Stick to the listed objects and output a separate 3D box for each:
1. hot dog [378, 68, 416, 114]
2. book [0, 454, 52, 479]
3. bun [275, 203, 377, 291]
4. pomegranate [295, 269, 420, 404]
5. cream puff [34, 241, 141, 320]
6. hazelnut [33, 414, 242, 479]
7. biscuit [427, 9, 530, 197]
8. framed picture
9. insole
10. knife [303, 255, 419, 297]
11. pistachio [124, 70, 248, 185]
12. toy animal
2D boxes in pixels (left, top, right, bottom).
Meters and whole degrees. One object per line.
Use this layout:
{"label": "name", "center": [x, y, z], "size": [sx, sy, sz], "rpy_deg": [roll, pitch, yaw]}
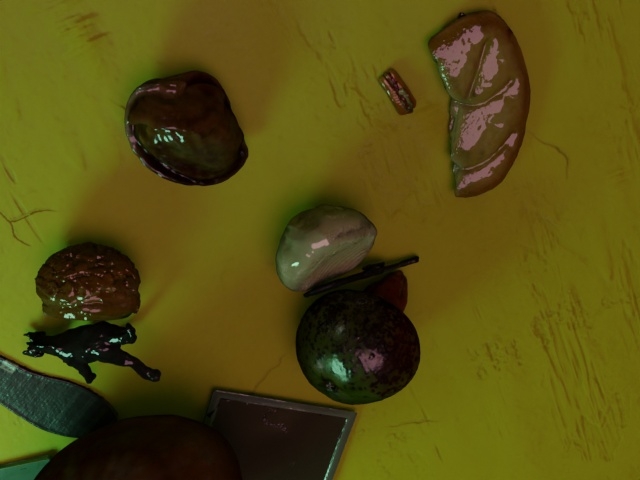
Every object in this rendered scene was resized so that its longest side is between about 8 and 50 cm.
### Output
{"label": "hot dog", "center": [0.122, -0.230, 1.470], "size": [0.037, 0.021, 0.083], "rpy_deg": [-37, 115, 6]}
{"label": "book", "center": [-0.498, 0.437, 1.628], "size": [0.103, 0.017, 0.135], "rpy_deg": [-11, 115, -5]}
{"label": "bun", "center": [0.000, 0.000, 1.491], "size": [0.183, 0.102, 0.183], "rpy_deg": [-26, 161, -10]}
{"label": "pomegranate", "center": [0.079, 0.149, 1.545], "size": [0.214, 0.214, 0.247], "rpy_deg": [49, 63, -26]}
{"label": "cream puff", "center": [-0.351, 0.062, 1.429], "size": [0.165, 0.150, 0.115], "rpy_deg": [-1, 100, -58]}
{"label": "hazelnut", "center": [-0.293, 0.435, 1.497], "size": [0.366, 0.366, 0.365], "rpy_deg": [-5, 114, -11]}
{"label": "biscuit", "center": [0.263, -0.217, 1.495], "size": [0.154, 0.045, 0.299], "rpy_deg": [-18, 117, -6]}
{"label": "framed picture", "center": [-0.091, 0.377, 1.690], "size": [0.274, 0.016, 0.216], "rpy_deg": [13, 109, -19]}
{"label": "insole", "center": [-0.478, 0.252, 1.554], "size": [0.309, 0.012, 0.110], "rpy_deg": [35, 103, -24]}
{"label": "knife", "center": [0.075, 0.053, 1.547], "size": [0.222, 0.045, 0.021], "rpy_deg": [-17, 80, -24]}
{"label": "pistachio", "center": [-0.187, -0.161, 1.373], "size": [0.210, 0.130, 0.165], "rpy_deg": [30, 96, -39]}
{"label": "toy animal", "center": [-0.358, 0.173, 1.467], "size": [0.233, 0.084, 0.148], "rpy_deg": [-7, 162, 32]}
